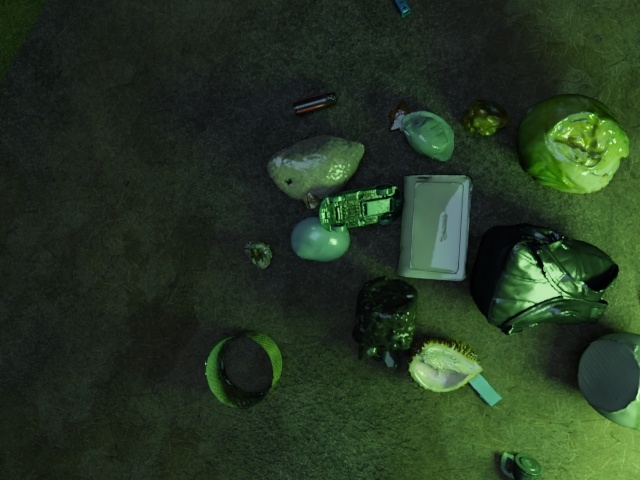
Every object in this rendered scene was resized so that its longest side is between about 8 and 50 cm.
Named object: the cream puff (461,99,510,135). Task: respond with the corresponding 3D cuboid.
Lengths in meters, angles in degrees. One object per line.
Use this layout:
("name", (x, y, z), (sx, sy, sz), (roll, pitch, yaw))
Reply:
("cream puff", (0.567, -0.414, 1.658), (0.146, 0.146, 0.116), (36, 135, 9))

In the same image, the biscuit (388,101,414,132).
("biscuit", (0.312, -0.443, 1.753), (0.129, 0.019, 0.120), (23, 94, 10))

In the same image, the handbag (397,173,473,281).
("handbag", (0.397, -0.043, 1.668), (0.236, 0.160, 0.359), (4, 90, 17))

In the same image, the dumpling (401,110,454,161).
("dumpling", (0.379, -0.369, 1.708), (0.219, 0.153, 0.108), (42, 141, -10))

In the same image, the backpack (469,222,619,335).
("backpack", (0.724, 0.129, 1.535), (0.445, 0.255, 0.364), (4, 111, -11))

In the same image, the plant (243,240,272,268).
("plant", (-0.244, 0.058, 1.817), (0.116, 0.122, 0.105), (20, 105, 4))

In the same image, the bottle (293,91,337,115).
("bottle", (-0.019, -0.516, 1.800), (0.164, 0.060, 0.060), (-12, 87, 10))

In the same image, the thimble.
("thimble", (-0.284, 0.476, 1.804), (0.270, 0.150, 0.271), (0, 90, 11))

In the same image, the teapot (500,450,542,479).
("teapot", (0.692, 0.791, 1.652), (0.092, 0.124, 0.091), (2, 110, -28))

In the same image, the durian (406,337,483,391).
("durian", (0.417, 0.422, 1.669), (0.249, 0.138, 0.183), (5, 123, 1))

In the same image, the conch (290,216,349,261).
("conch", (-0.002, 0.003, 1.778), (0.220, 0.121, 0.185), (-7, 118, 7))

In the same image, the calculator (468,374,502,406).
("calculator", (0.563, 0.508, 1.700), (0.057, 0.018, 0.172), (-44, 82, 9))

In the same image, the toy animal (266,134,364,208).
("toy animal", (-0.004, -0.259, 1.731), (0.358, 0.188, 0.227), (-17, 116, -1))

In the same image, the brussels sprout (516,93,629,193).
("brussels sprout", (0.781, -0.298, 1.519), (0.268, 0.344, 0.344), (-40, 82, -5))

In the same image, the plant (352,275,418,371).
("plant", (0.225, 0.299, 1.683), (0.215, 0.213, 0.313), (7, 129, 13))

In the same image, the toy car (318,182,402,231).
("toy car", (0.136, -0.125, 1.714), (0.305, 0.125, 0.136), (-10, 116, -8))

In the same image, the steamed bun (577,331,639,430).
("steamed bun", (0.994, 0.436, 1.490), (0.309, 0.309, 0.310), (0, 90, 11))

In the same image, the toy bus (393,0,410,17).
("toy bus", (0.294, -0.861, 1.745), (0.038, 0.046, 0.083), (-28, 86, 10))
